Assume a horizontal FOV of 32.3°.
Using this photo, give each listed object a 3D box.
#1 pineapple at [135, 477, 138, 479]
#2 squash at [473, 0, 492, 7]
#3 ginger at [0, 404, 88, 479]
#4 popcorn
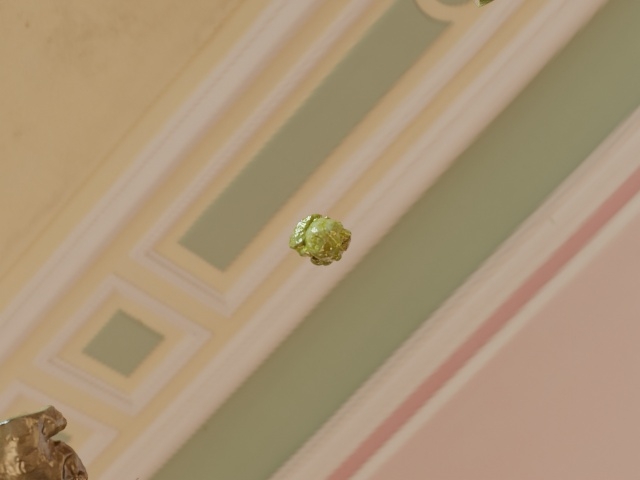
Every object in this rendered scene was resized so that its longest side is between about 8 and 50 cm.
[{"bbox_3d":[-0.230,0.513,1.535,0.352,0.300,0.352,-1,-89,-32],"label":"pineapple"},{"bbox_3d":[0.239,-0.335,1.447,0.083,0.027,0.027,-27,-56,-3],"label":"squash"},{"bbox_3d":[-0.361,0.312,1.392,0.137,0.074,0.213,-8,-77,1],"label":"ginger"},{"bbox_3d":[0.000,-0.003,1.409,0.083,0.060,0.068,8,-24,22],"label":"popcorn"}]
